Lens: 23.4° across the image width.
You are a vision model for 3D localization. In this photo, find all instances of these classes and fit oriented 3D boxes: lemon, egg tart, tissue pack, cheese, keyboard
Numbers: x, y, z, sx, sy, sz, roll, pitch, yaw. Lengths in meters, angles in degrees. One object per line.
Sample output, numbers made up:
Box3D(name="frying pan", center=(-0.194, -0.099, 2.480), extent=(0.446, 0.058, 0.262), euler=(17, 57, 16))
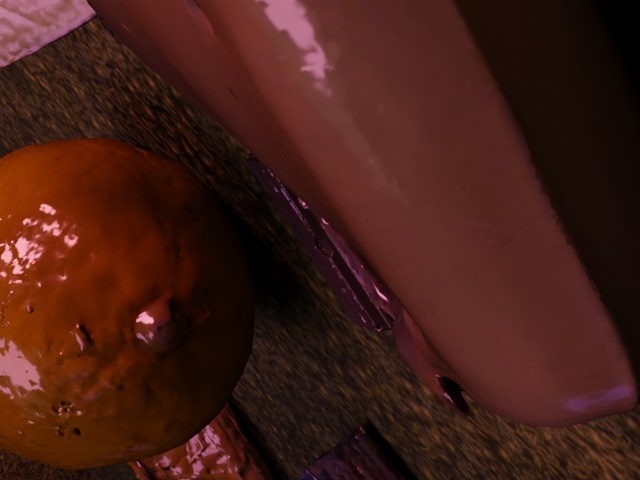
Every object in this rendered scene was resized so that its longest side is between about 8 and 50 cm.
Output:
Box3D(name="lemon", center=(-0.160, 0.043, 1.064), extent=(0.236, 0.236, 0.263), euler=(53, 143, -2))
Box3D(name="egg tart", center=(-0.151, 0.195, 1.541), extent=(0.291, 0.107, 0.291), euler=(45, 161, 20))
Box3D(name="tissue pack", center=(0.049, 0.215, 1.145), extent=(0.148, 0.060, 0.108), euler=(48, 163, 8))
Box3D(name="cheese", center=(0.001, -0.092, 0.515), extent=(0.259, 0.128, 0.316), euler=(40, 170, 50))
Box3D(name="keyboard", center=(0.000, 0.000, 0.927), extent=(0.129, 0.015, 0.049), euler=(56, 167, -13))

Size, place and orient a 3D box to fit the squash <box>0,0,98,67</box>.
Box3D(name="squash", center=(-0.191, -0.202, 0.789), extent=(0.237, 0.204, 0.155), euler=(60, -176, -20))
